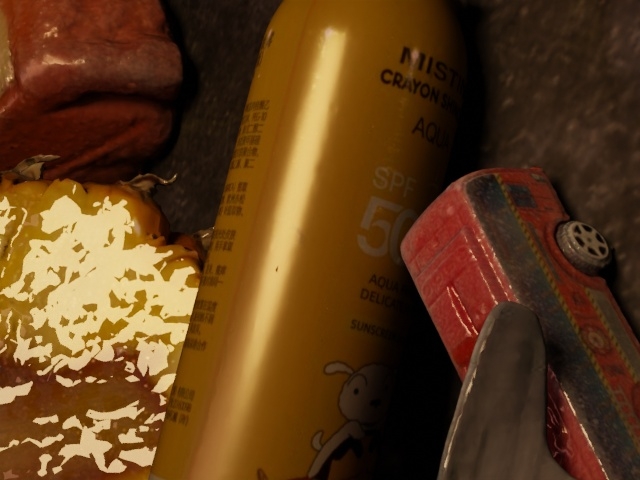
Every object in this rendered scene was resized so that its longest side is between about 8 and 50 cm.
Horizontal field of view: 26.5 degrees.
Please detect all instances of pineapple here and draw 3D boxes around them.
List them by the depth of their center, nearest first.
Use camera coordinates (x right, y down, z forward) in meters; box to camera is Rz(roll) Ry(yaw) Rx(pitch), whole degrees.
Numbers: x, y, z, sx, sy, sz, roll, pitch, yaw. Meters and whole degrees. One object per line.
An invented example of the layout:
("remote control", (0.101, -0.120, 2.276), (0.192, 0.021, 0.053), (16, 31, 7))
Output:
("pineapple", (-0.091, 0.110, 0.807), (0.209, 0.286, 0.344), (58, -163, -79))

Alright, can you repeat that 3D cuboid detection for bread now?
("bread", (-0.202, -0.142, 0.969), (0.190, 0.123, 0.244), (-58, 45, 38))

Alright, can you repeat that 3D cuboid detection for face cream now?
("face cream", (0.000, 0.000, 0.655), (0.105, 0.105, 0.349), (4, 77, 55))

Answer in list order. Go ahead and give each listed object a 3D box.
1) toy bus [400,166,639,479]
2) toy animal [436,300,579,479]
("toy bus", (0.100, 0.055, 0.574), (0.065, 0.077, 0.192), (-50, 52, 37))
("toy animal", (0.121, 0.125, 0.453), (0.239, 0.255, 0.176), (34, 143, 22))
